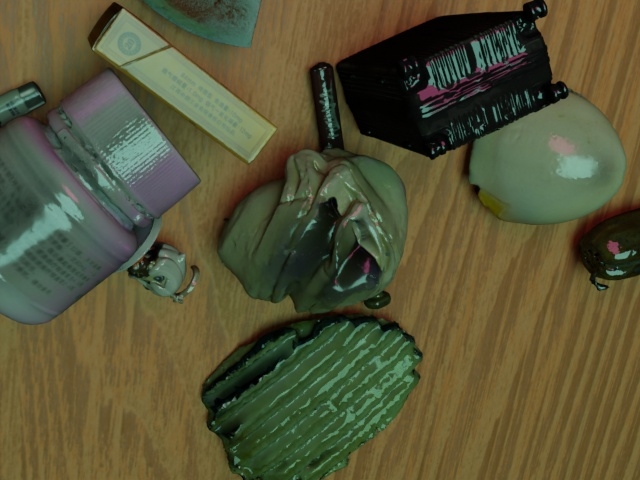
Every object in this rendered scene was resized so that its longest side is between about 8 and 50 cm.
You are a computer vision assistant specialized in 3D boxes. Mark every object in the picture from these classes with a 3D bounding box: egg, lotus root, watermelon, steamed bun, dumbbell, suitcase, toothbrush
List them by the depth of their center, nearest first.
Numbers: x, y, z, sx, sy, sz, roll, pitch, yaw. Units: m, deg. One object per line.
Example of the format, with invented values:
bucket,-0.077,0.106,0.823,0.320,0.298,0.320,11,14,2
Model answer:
watermelon,-0.153,-0.402,1.069,0.320,0.213,0.289,-26,117,-21
suitcase,0.180,-0.252,1.167,0.229,0.335,0.152,-25,110,-9
steamed bun,0.000,0.000,1.244,0.320,0.206,0.275,-34,119,12
toothbrush,0.027,-0.125,1.323,0.041,0.041,0.364,-15,114,-13
egg,0.423,-0.146,1.377,0.286,0.174,0.264,7,102,-17
dumbbell,0.097,0.068,1.410,0.052,0.046,0.118,-20,114,-17
lotus root,0.630,0.004,1.529,0.241,0.123,0.124,-16,142,-16

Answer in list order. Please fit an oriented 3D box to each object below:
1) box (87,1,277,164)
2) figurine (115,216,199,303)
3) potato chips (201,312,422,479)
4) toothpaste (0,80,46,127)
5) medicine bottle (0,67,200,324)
box,-0.206,-0.233,1.130,0.274,0.174,0.076,36,93,-26
figurine,-0.264,0.033,1.246,0.132,0.132,0.154,-43,128,0
potato chips,-0.006,0.295,1.446,0.429,0.070,0.358,-39,119,-1
toothpaste,-0.520,-0.165,1.124,0.239,0.039,0.062,-28,122,-5
medicine bottle,-0.361,-0.067,1.090,0.325,0.256,0.256,-40,116,-3
